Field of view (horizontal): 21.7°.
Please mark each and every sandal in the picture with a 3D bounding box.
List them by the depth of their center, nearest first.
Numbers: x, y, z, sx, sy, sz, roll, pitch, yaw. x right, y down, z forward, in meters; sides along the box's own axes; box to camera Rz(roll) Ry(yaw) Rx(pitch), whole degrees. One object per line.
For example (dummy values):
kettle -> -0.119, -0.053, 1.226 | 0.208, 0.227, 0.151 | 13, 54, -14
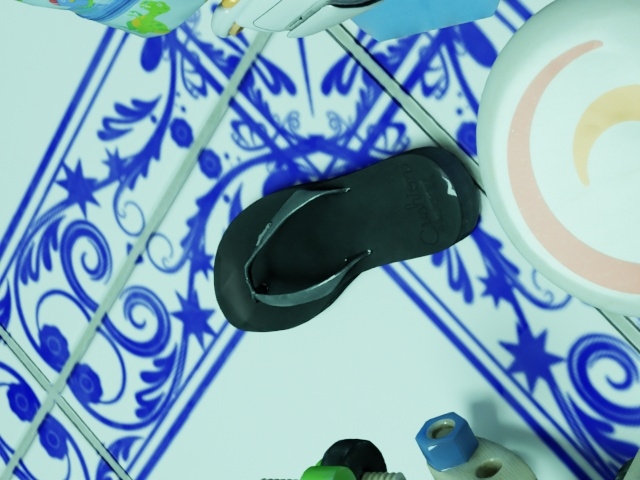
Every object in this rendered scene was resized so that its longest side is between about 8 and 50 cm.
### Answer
sandal -> 0.019, -0.178, 1.020 | 0.076, 0.102, 0.265 | 43, 144, -7
sandal -> 0.000, -0.001, 1.190 | 0.254, 0.054, 0.097 | -29, 88, 43

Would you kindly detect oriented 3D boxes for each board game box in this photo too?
board game box -> 0.061, -0.202, 1.069 | 0.168, 0.033, 0.133 | -7, 108, 48

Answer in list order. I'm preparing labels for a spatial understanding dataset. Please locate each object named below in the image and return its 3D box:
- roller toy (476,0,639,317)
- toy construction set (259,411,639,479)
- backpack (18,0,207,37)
roller toy -> 0.198, -0.066, 0.932 | 0.191, 0.146, 0.209 | 33, 121, 14
toy construction set -> 0.145, 0.258, 1.054 | 0.237, 0.257, 0.309 | -5, 98, 33
backpack -> -0.101, -0.288, 1.022 | 0.355, 0.273, 0.290 | 121, 145, -54
